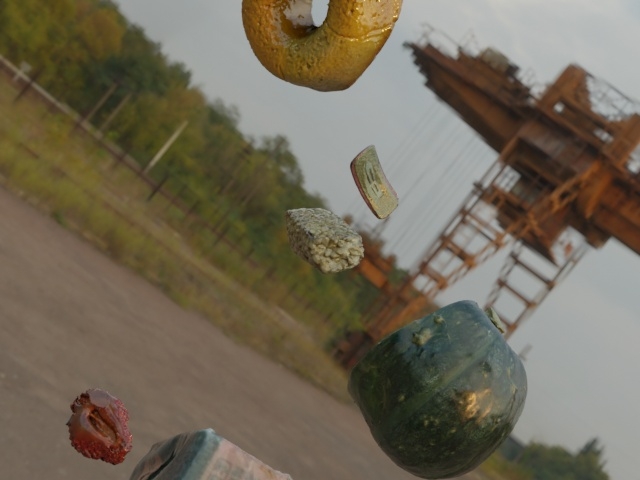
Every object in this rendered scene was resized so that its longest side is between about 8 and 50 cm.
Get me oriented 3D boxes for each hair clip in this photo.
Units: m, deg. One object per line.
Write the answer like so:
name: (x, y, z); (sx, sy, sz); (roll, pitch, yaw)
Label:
hair clip: (0.084, -0.093, 1.675); (0.022, 0.054, 0.137); (33, -20, 47)

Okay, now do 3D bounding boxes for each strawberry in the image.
strawberry: (-0.348, 0.289, 1.670); (0.152, 0.104, 0.048); (29, -23, 40)

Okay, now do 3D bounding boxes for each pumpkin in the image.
pumpkin: (0.200, 0.245, 1.610); (0.197, 0.263, 0.293); (57, 8, 26)

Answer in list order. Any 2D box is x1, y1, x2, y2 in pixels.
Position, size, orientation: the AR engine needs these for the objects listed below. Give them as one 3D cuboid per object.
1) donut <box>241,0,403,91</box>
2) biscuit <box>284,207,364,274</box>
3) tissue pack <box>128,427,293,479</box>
donut: (-0.010, -0.389, 1.731); (0.303, 0.303, 0.110); (37, 30, 30)
biscuit: (0.000, 0.000, 1.471); (0.168, 0.082, 0.070); (-143, -135, -69)
tissue pack: (-0.145, 0.296, 0.768); (0.103, 0.316, 0.228); (32, -20, -7)
